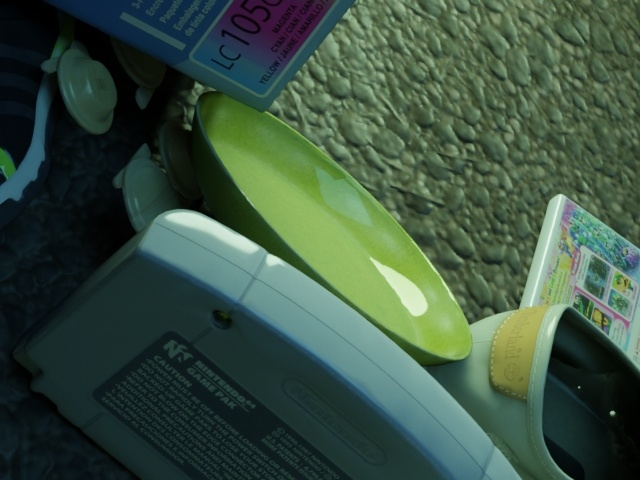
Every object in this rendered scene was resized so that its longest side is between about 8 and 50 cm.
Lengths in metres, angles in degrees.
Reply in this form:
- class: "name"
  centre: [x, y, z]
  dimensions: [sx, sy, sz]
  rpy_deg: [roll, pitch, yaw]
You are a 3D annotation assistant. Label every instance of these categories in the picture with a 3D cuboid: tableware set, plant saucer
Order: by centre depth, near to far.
- class: "tableware set"
  centre: [-0.115, -0.072, 1.192]
  dimensions: [0.169, 0.020, 0.141]
  rpy_deg: [65, 25, -13]
- class: "plant saucer"
  centre: [0.000, 0.000, 1.220]
  dimensions: [0.241, 0.037, 0.241]
  rpy_deg: [40, 16, -14]

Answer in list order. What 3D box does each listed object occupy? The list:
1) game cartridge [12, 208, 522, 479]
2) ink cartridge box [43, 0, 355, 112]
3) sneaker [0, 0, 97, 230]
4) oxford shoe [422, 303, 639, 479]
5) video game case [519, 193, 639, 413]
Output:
- class: "game cartridge"
  centre: [-0.021, 0.113, 1.100]
  dimensions: [0.294, 0.196, 0.060]
  rpy_deg: [41, 50, -12]
- class: "ink cartridge box"
  centre: [-0.167, -0.281, 1.183]
  dimensions: [0.395, 0.151, 0.270]
  rpy_deg: [28, 29, -23]
- class: "sneaker"
  centre: [-0.213, -0.085, 1.139]
  dimensions: [0.097, 0.084, 0.235]
  rpy_deg: [44, 36, -27]
- class: "oxford shoe"
  centre: [0.258, 0.198, 1.306]
  dimensions: [0.449, 0.130, 0.169]
  rpy_deg: [38, 46, -17]
- class: "video game case"
  centre: [0.214, 0.062, 1.420]
  dimensions: [0.143, 0.019, 0.157]
  rpy_deg: [34, 51, -17]
